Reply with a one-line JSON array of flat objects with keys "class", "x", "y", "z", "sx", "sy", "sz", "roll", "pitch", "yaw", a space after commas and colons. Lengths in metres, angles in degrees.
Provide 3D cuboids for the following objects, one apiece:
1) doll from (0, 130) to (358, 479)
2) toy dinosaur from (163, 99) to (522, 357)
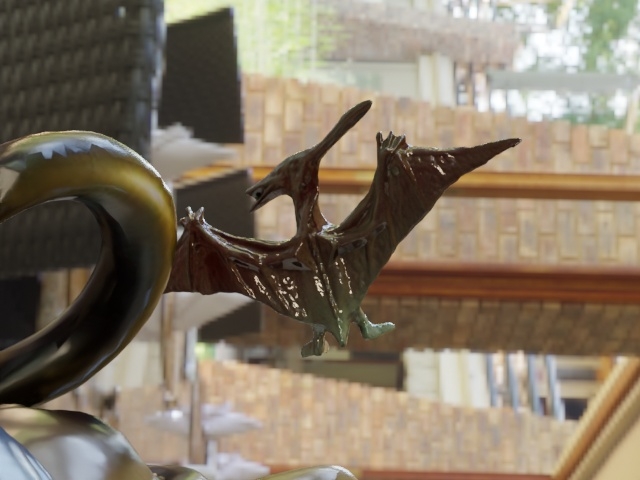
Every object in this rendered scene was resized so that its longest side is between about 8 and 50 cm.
[{"class": "doll", "x": -0.166, "y": 0.087, "z": 0.402, "sx": 0.340, "sy": 0.209, "sz": 0.318, "roll": 28, "pitch": 83, "yaw": -43}, {"class": "toy dinosaur", "x": 0.000, "y": 0.000, "z": 0.636, "sx": 0.108, "sy": 0.220, "sz": 0.032, "roll": 70, "pitch": 16, "yaw": 4}]
